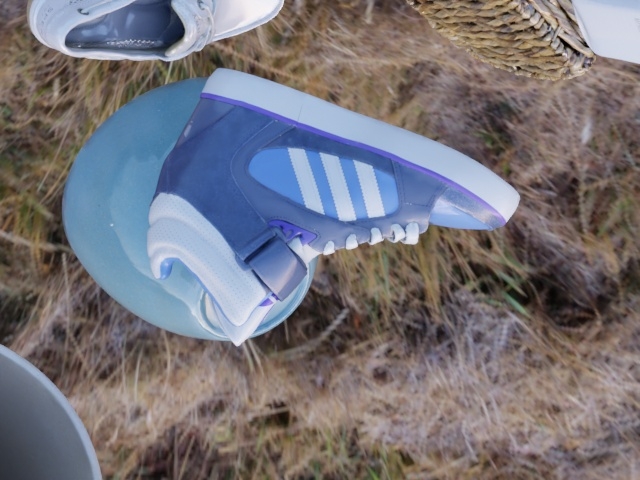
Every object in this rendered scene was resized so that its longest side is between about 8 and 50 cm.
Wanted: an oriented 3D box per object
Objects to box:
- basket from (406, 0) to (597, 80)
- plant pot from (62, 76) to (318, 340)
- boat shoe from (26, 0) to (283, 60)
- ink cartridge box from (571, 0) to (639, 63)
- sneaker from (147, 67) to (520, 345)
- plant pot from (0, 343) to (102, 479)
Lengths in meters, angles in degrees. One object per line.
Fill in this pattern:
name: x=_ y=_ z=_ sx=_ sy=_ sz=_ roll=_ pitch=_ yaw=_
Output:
basket: x=0.259 y=-0.337 z=1.326 sx=0.213 sy=0.299 sz=0.223 roll=37 pitch=87 yaw=-28
plant pot: x=-0.113 y=-0.003 z=1.206 sx=0.290 sy=0.195 sz=0.290 roll=-18 pitch=134 yaw=-20
boat shoe: x=-0.148 y=-0.223 z=1.114 sx=0.277 sy=0.096 sz=0.098 roll=-16 pitch=132 yaw=-26
ink cartridge box: x=0.425 y=-0.252 z=0.820 sx=0.308 sy=0.385 sz=0.091 roll=-62 pitch=145 yaw=-11
sneaker: x=0.000 y=0.000 z=1.033 sx=0.322 sy=0.130 sz=0.236 roll=21 pitch=88 yaw=-5
plant pot: x=-0.309 y=0.222 z=0.803 sx=0.256 sy=0.274 sz=0.257 roll=8 pitch=66 yaw=-19
